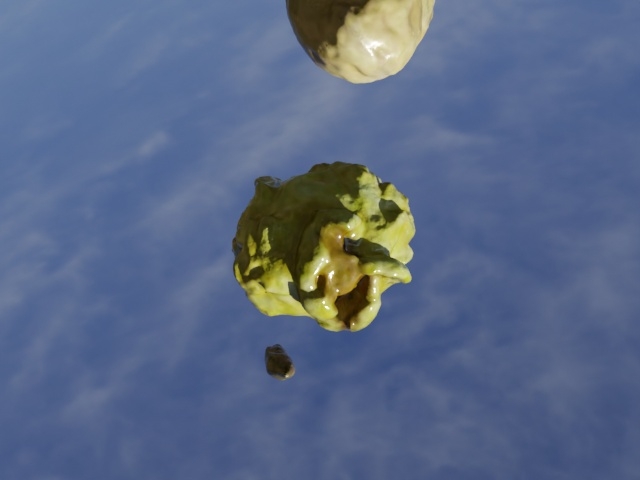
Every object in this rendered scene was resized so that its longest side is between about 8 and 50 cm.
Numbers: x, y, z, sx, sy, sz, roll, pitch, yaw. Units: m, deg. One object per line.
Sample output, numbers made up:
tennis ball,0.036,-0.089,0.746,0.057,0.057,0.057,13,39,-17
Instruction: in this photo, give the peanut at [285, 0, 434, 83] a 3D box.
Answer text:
peanut,0.030,-0.172,0.810,0.103,0.098,0.229,28,-159,1

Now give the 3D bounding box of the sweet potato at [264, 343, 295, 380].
sweet potato,-0.059,0.168,1.617,0.038,0.041,0.153,-19,-174,-4

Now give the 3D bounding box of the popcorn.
popcorn,0.000,0.000,1.543,0.256,0.195,0.255,-23,-129,-18
